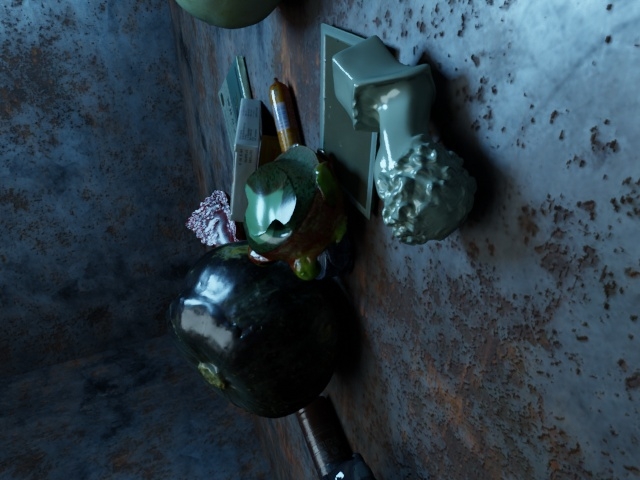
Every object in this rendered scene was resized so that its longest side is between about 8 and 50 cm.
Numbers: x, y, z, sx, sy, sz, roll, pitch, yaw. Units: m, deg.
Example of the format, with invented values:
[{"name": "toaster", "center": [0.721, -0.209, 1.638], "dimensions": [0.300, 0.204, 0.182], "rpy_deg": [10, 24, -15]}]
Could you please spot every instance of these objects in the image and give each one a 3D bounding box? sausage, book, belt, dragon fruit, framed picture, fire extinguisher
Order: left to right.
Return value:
[{"name": "dragon fruit", "center": [-0.377, -0.022, 1.975], "dimensions": [0.329, 0.228, 0.286], "rpy_deg": [40, 175, 29]}, {"name": "book", "center": [-0.289, -0.444, 1.555], "dimensions": [0.379, 0.031, 0.263], "rpy_deg": [177, 80, -70]}, {"name": "dragon fruit", "center": [-0.061, -0.065, 0.889], "dimensions": [0.268, 0.130, 0.295], "rpy_deg": [-34, 53, 29]}, {"name": "sausage", "center": [-0.069, -0.220, 1.073], "dimensions": [0.053, 0.053, 0.347], "rpy_deg": [172, 85, -70]}, {"name": "belt", "center": [0.000, 0.000, 0.979], "dimensions": [0.141, 0.082, 0.190], "rpy_deg": [109, 144, -48]}, {"name": "fire extinguisher", "center": [0.017, 0.616, 1.229], "dimensions": [0.102, 0.138, 0.343], "rpy_deg": [80, 167, -55]}, {"name": "framed picture", "center": [0.052, -0.216, 0.807], "dimensions": [0.232, 0.019, 0.296], "rpy_deg": [-126, 30, -49]}]

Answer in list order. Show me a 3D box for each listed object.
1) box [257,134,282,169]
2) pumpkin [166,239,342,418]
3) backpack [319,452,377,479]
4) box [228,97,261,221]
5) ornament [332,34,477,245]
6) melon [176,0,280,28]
[{"name": "box", "center": [-0.141, -0.126, 1.213], "dimensions": [0.274, 0.076, 0.174], "rpy_deg": [110, 164, -57]}, {"name": "pumpkin", "center": [-0.151, 0.211, 1.099], "dimensions": [0.455, 0.344, 0.454], "rpy_deg": [25, 138, 25]}, {"name": "backpack", "center": [0.090, 0.650, 0.892], "dimensions": [0.363, 0.255, 0.445], "rpy_deg": [-124, 22, -50]}, {"name": "box", "center": [-0.203, -0.231, 1.227], "dimensions": [0.353, 0.069, 0.214], "rpy_deg": [-102, 20, -54]}, {"name": "ornament", "center": [0.105, -0.134, 0.569], "dimensions": [0.130, 0.121, 0.285], "rpy_deg": [73, 179, -79]}, {"name": "melon", "center": [-0.194, -0.571, 0.890], "dimensions": [0.330, 0.269, 0.268], "rpy_deg": [-112, 21, -45]}]
